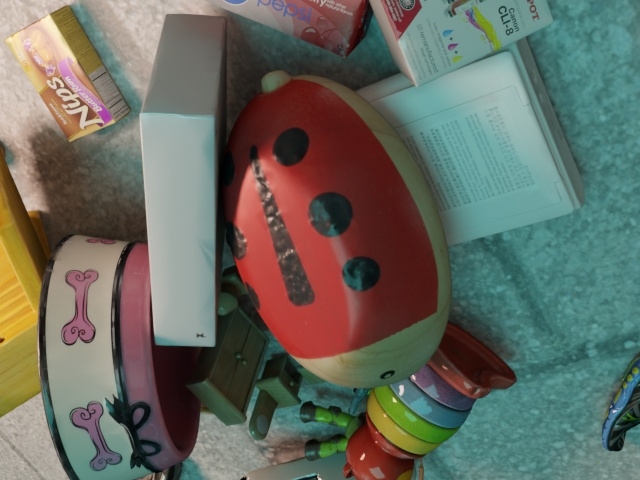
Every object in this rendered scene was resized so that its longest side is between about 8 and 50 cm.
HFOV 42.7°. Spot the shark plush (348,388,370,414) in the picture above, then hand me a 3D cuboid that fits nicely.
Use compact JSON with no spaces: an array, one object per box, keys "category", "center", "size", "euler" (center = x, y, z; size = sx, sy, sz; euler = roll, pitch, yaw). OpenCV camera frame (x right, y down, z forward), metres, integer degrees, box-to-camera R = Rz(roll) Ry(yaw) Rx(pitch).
[{"category":"shark plush","center":[0.079,0.213,1.364],"size":[0.073,0.067,0.161],"euler":[39,101,1]}]

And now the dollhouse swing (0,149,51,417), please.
[{"category":"dollhouse swing","center":[-0.570,0.059,1.323],"size":[0.315,0.347,0.305],"euler":[-32,129,-4]}]

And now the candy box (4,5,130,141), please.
[{"category":"candy box","center":[-0.396,-0.258,1.285],"size":[0.109,0.053,0.187],"euler":[-15,114,29]}]

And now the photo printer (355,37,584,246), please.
[{"category":"photo printer","center":[0.169,-0.116,1.114],"size":[0.307,0.107,0.256],"euler":[-17,112,31]}]

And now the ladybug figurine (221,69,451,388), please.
[{"category":"ladybug figurine","center":[0.000,0.000,1.069],"size":[0.305,0.162,0.450],"euler":[-17,99,36]}]

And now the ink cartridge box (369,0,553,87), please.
[{"category":"ink cartridge box","center":[0.157,-0.284,0.960],"size":[0.176,0.127,0.128],"euler":[-25,113,3]}]

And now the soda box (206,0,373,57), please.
[{"category":"soda box","center":[-0.060,-0.336,1.072],"size":[0.263,0.092,0.084],"euler":[23,125,7]}]

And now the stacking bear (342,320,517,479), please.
[{"category":"stacking bear","center":[0.145,0.278,1.303],"size":[0.164,0.175,0.289],"euler":[44,111,26]}]

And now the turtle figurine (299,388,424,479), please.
[{"category":"turtle figurine","center":[0.078,0.347,1.439],"size":[0.217,0.087,0.270],"euler":[-8,106,21]}]

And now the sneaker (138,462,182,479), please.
[{"category":"sneaker","center":[-0.381,0.527,1.776],"size":[0.132,0.086,0.229],"euler":[23,128,9]}]

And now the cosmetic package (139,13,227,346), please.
[{"category":"cosmetic package","center":[-0.182,-0.083,1.148],"size":[0.097,0.284,0.377],"euler":[1,128,-6]}]

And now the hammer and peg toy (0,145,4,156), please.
[{"category":"hammer and peg toy","center":[-0.731,-0.071,1.494],"size":[0.361,0.127,0.266],"euler":[0,121,22]}]

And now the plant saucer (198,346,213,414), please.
[{"category":"plant saucer","center":[-0.211,0.226,1.513],"size":[0.199,0.037,0.200],"euler":[5,109,14]}]

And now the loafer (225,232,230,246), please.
[{"category":"loafer","center":[-0.095,0.022,1.350],"size":[0.148,0.056,0.050],"euler":[41,164,-16]}]

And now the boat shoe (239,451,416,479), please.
[{"category":"boat shoe","center":[0.020,0.467,1.570],"size":[0.340,0.127,0.158],"euler":[-10,157,9]}]

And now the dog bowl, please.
[{"category":"dog bowl","center":[-0.297,0.183,1.294],"size":[0.150,0.408,0.408],"euler":[-7,121,2]}]

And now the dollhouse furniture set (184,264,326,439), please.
[{"category":"dollhouse furniture set","center":[-0.016,0.179,1.304],"size":[0.355,0.174,0.303],"euler":[-16,128,30]}]

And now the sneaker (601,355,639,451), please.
[{"category":"sneaker","center":[0.488,0.263,1.260],"size":[0.078,0.067,0.188],"euler":[23,124,14]}]
